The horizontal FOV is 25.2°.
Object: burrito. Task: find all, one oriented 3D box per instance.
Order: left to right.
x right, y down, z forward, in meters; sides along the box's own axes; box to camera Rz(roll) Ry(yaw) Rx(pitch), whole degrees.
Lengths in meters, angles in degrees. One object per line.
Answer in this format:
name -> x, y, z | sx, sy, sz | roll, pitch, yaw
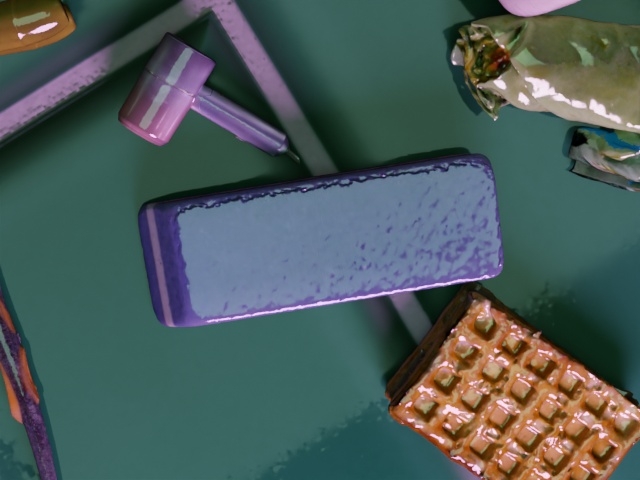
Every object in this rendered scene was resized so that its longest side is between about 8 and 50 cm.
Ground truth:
burrito -> 0.220, -0.079, 0.901 | 0.288, 0.054, 0.104 | 10, 99, -7

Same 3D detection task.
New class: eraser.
eraser -> 0.000, 0.000, 0.902 | 0.225, 0.036, 0.082 | -10, 98, -2

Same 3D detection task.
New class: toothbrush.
toothbrush -> -0.197, 0.078, 0.906 | 0.031, 0.023, 0.321 | -11, 98, -5

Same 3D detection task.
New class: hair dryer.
hair dryer -> -0.062, -0.074, 0.892 | 0.114, 0.037, 0.063 | 30, 96, -14

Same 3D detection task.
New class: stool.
stool -> -0.212, -0.150, 0.833 | 0.110, 0.134, 0.135 | -22, 143, -2

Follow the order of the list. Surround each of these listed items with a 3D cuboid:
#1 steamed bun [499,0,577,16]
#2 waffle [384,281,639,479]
steamed bun -> 0.186, -0.241, 0.820 | 0.241, 0.164, 0.146 | -34, 100, 0
waffle -> 0.125, 0.106, 0.921 | 0.148, 0.042, 0.102 | 36, 92, -8
